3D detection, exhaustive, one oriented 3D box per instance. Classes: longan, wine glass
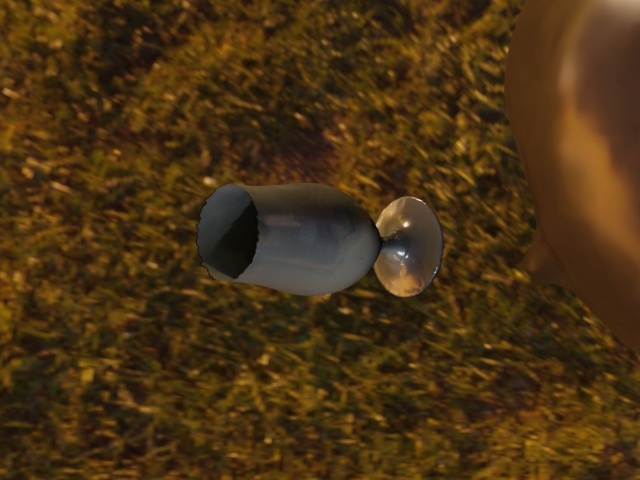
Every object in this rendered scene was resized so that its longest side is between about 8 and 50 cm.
[{"bbox_3d":[0.227,-0.058,0.785,0.297,0.297,0.297,-3,81,18],"label":"longan"},{"bbox_3d":[0.000,0.000,1.236,0.093,0.202,0.093,-8,80,49],"label":"wine glass"}]
